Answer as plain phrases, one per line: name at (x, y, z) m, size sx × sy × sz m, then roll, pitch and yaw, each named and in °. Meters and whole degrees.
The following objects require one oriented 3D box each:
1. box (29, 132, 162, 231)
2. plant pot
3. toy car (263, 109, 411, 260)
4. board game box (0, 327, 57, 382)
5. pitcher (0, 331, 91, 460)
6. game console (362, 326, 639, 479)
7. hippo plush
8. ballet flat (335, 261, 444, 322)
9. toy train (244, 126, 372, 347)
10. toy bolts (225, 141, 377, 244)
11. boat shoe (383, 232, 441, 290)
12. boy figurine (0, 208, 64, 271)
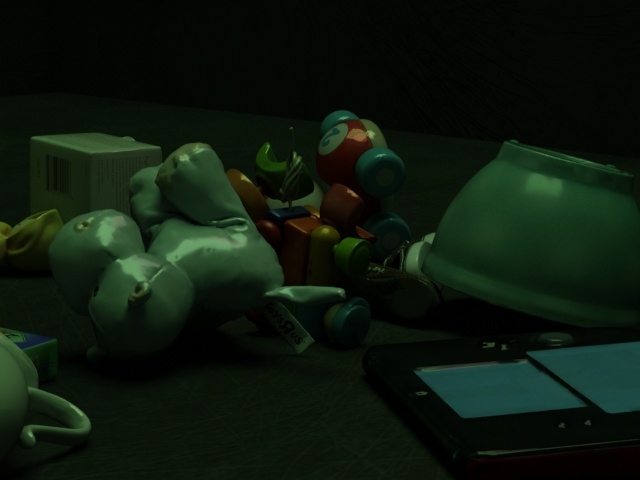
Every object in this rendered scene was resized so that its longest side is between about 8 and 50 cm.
box at (-0.321, -0.054, 2.220) m, size 0.119 × 0.181 × 0.181 m, roll -7°, pitch 14°, yaw -37°
plant pot at (0.295, -0.017, 2.013) m, size 0.293 × 0.196 × 0.293 m, roll 14°, pitch 7°, yaw -2°
toy car at (-0.010, -0.069, 2.405) m, size 0.238 × 0.210 × 0.219 m, roll -13°, pitch 26°, yaw -14°
board game box at (-0.445, 0.132, 1.558) m, size 0.214 × 0.046 × 0.317 m, roll 8°, pitch 12°, yaw 28°
pitcher at (-0.291, 0.147, 1.371) m, size 0.178 × 0.125 × 0.207 m, roll 26°, pitch 6°, yaw -4°
game console at (0.250, 0.157, 1.593) m, size 0.342 × 0.060 × 0.386 m, roll 1°, pitch 10°, yaw -13°
hippo plush at (-0.182, 0.058, 1.760) m, size 0.237 × 0.234 × 0.294 m, roll -29°, pitch 72°, yaw -38°
ballet flat at (0.055, 0.056, 2.034) m, size 0.250 × 0.084 × 0.058 m, roll 13°, pitch 3°, yaw 34°
toy train at (0.000, 0.000, 1.860) m, size 0.143 × 0.248 × 0.105 m, roll 17°, pitch 16°, yaw 36°
toy bolts at (-0.042, 0.003, 2.211) m, size 0.158 × 0.218 × 0.228 m, roll -40°, pitch 40°, yaw -19°
boat shoe at (0.126, 0.034, 2.183) m, size 0.076 × 0.080 × 0.228 m, roll -12°, pitch 10°, yaw 13°
boy figurine at (-0.490, 0.000, 2.137) m, size 0.285 × 0.092 × 0.177 m, roll 0°, pitch 8°, yaw 2°
